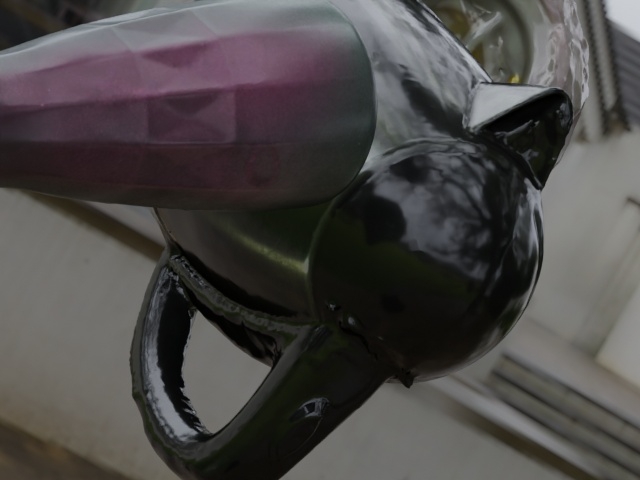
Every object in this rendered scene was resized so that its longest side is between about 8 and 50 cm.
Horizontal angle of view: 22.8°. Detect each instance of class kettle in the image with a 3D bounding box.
[{"bbox_3d":[0.004,-0.016,0.833,0.271,0.251,0.207,-132,-153,-62],"label":"kettle"}]

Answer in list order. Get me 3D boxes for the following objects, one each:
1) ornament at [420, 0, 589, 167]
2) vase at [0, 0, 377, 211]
[{"bbox_3d":[0.083,-0.135,1.264,0.259,0.259,0.225,30,-9,-14],"label":"ornament"},{"bbox_3d":[-0.083,-0.045,0.568,0.214,0.086,0.086,-8,29,-42],"label":"vase"}]
